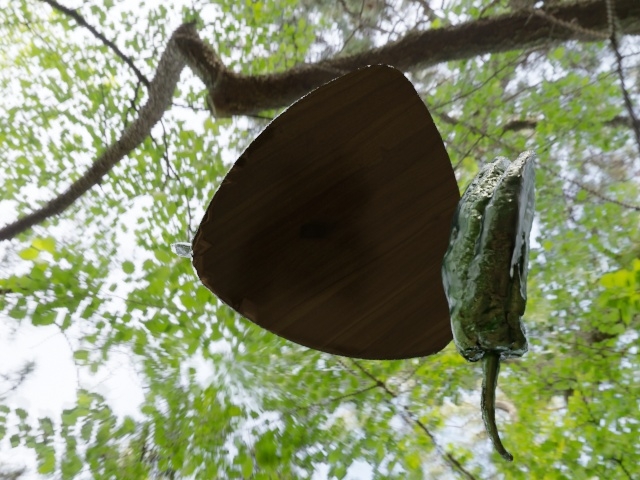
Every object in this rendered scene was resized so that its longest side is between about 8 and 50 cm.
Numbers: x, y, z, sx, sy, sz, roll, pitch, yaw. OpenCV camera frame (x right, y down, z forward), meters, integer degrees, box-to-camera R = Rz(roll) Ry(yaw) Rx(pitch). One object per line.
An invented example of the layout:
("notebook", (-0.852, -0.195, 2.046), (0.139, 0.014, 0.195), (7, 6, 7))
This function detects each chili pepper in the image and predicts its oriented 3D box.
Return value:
("chili pepper", (0.130, 0.013, 0.621), (0.065, 0.122, 0.279), (0, -134, 19))

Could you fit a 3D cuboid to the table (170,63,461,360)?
("table", (0.000, 0.000, 0.968), (0.317, 0.249, 0.318), (0, -90, -21))
